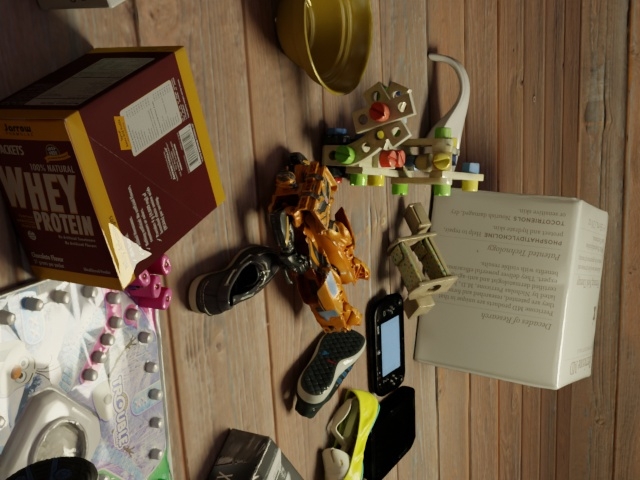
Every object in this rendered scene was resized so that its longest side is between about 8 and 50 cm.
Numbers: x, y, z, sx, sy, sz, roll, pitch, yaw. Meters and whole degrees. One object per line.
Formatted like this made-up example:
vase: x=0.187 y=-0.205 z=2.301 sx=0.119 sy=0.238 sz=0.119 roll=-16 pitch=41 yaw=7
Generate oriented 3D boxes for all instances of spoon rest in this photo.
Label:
spoon rest: x=0.270 y=-0.258 z=1.807 sx=0.137 sy=0.084 sz=0.277 roll=-14 pitch=106 yaw=-59

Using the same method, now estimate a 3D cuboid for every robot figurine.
robot figurine: x=0.000 y=0.000 z=1.346 sx=0.211 sy=0.085 sz=0.291 roll=-77 pitch=154 yaw=-43

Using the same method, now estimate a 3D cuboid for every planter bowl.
planter bowl: x=-0.006 y=-0.331 z=1.294 sx=0.217 sy=0.090 sz=0.217 roll=-19 pitch=112 yaw=-58

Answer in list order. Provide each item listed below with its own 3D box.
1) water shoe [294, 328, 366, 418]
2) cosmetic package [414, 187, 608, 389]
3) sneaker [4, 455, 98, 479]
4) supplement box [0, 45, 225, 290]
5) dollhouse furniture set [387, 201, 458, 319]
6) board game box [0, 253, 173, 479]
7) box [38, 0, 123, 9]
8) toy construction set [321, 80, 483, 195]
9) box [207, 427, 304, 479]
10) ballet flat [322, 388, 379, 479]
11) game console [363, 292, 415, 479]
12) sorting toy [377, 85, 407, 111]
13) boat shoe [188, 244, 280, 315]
water shoe: x=0.010 y=0.224 z=1.463 sx=0.203 sy=0.072 sz=0.080 roll=-41 pitch=156 yaw=-51
cosmetic package: x=0.440 y=0.101 z=1.922 sx=0.329 sy=0.327 sz=0.394 roll=6 pitch=90 yaw=-61
sneaker: x=-0.294 y=0.296 z=0.813 sx=0.211 sy=0.080 sz=0.081 roll=-46 pitch=140 yaw=-35
supplement box: x=-0.226 y=-0.083 z=0.907 sx=0.194 sy=0.129 sz=0.191 roll=-48 pitch=135 yaw=-47
dollhouse furniture set: x=0.167 y=0.047 z=1.722 sx=0.101 sy=0.161 sz=0.182 roll=-10 pitch=62 yaw=-26
board game box: x=-0.286 y=0.237 z=0.936 sx=0.390 sy=0.050 sz=0.390 roll=-24 pitch=115 yaw=-57
box: x=-0.241 y=-0.299 z=0.870 sx=0.087 sy=0.101 sz=0.102 roll=-52 pitch=139 yaw=-44
toy construction set: x=0.128 y=-0.148 z=1.436 sx=0.327 sy=0.215 sz=0.151 roll=27 pitch=71 yaw=-59
box: x=-0.095 y=0.468 z=1.287 sx=0.243 sy=0.076 sz=0.307 roll=-64 pitch=145 yaw=-32
ballet flat: x=0.043 y=0.374 z=1.538 sx=0.077 sy=0.077 sz=0.231 roll=39 pitch=56 yaw=-32
game console: x=0.130 y=0.288 z=1.692 sx=0.213 sy=0.043 sz=0.362 roll=-27 pitch=117 yaw=-57
sorting toy: x=0.149 y=-0.266 z=1.630 sx=0.102 sy=0.042 sz=0.061 roll=26 pitch=72 yaw=-59
boat shoe: x=-0.103 y=0.058 z=1.213 sx=0.206 sy=0.064 sz=0.075 roll=-28 pitch=116 yaw=-57
